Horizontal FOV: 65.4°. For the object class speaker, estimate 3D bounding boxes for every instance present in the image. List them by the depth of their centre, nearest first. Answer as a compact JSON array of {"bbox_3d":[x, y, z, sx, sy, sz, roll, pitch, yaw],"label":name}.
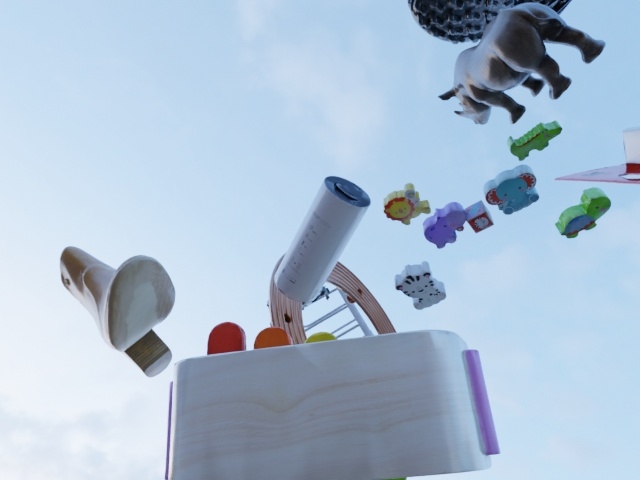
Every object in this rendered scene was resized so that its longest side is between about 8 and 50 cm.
[{"bbox_3d":[0.000,0.000,0.532,0.055,0.055,0.136,24,-60,-8],"label":"speaker"}]

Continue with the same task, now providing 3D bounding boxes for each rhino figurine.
[{"bbox_3d":[0.216,-0.199,0.606,0.106,0.243,0.073,36,-98,-4],"label":"rhino figurine"}]

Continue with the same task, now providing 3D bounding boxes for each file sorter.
[{"bbox_3d":[0.039,0.249,1.321,0.173,0.278,0.193,-29,-42,-2],"label":"file sorter"}]

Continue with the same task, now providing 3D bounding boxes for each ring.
[{"bbox_3d":[0.038,0.160,0.745,0.032,0.336,0.336,-36,-67,25],"label":"ring"}]

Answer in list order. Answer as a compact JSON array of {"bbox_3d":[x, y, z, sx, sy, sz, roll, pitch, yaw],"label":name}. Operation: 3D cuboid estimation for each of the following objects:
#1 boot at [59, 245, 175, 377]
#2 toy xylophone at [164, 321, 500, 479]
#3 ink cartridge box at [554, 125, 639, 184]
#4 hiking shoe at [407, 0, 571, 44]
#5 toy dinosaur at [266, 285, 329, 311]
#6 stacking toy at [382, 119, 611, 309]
[{"bbox_3d":[-0.312,0.069,0.723,0.211,0.104,0.295,39,-35,18],"label":"boot"},{"bbox_3d":[-0.005,0.185,0.445,0.322,0.236,0.081,-1,-24,11],"label":"toy xylophone"},{"bbox_3d":[0.465,-0.119,0.604,0.239,0.275,0.060,-11,-81,-4],"label":"ink cartridge box"},{"bbox_3d":[0.249,-0.391,0.771,0.304,0.132,0.113,-14,-23,-25],"label":"hiking shoe"},{"bbox_3d":[-0.024,0.107,1.039,0.064,0.118,0.268,64,-32,7],"label":"toy dinosaur"},{"bbox_3d":[0.169,-0.038,0.536,0.221,0.167,0.052,-30,-59,24],"label":"stacking toy"}]
